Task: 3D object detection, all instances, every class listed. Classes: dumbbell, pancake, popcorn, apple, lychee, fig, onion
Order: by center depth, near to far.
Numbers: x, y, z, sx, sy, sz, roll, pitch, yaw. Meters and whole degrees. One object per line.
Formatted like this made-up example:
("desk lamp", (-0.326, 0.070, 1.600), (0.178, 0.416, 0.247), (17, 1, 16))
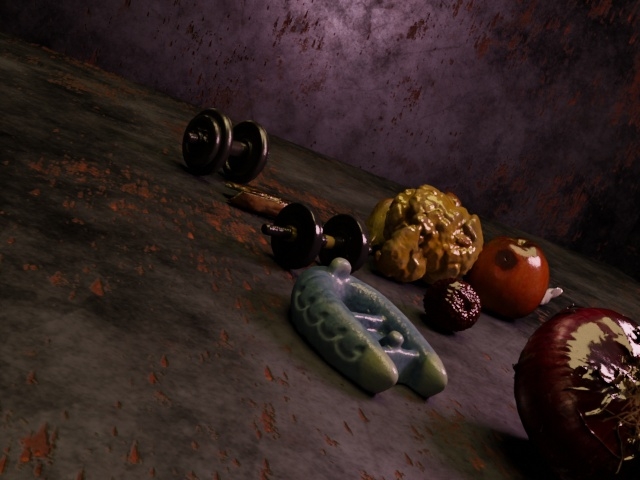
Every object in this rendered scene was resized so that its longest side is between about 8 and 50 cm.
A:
("onion", (0.432, 0.255, 1.113), (0.314, 0.232, 0.314), (12, 61, -24))
("dumbbell", (0.000, 0.000, 1.560), (0.325, 0.143, 0.143), (10, 19, -44))
("lychee", (0.287, 0.139, 1.571), (0.123, 0.123, 0.129), (17, 6, -27))
("popcorn", (0.273, -0.012, 1.836), (0.332, 0.265, 0.225), (-17, -4, -36))
("pancake", (-0.137, -0.095, 1.893), (0.257, 0.056, 0.212), (20, 5, 16))
("apple", (0.501, 0.091, 1.910), (0.230, 0.230, 0.230), (22, 13, -6))
("fig", (0.176, -0.014, 1.984), (0.159, 0.159, 0.257), (27, 33, 15))
("dumbbell", (-0.268, -0.265, 2.028), (0.192, 0.192, 0.290), (34, 17, 38))

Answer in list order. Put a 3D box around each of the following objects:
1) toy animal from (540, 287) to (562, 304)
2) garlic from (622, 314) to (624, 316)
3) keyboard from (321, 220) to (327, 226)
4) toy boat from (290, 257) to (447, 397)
("toy animal", (0.676, 0.164, 2.227), (0.124, 0.085, 0.071), (28, -4, -4))
("garlic", (0.702, 0.233, 1.837), (0.148, 0.128, 0.266), (18, 21, 16))
("keyboard", (0.031, -0.040, 2.055), (0.198, 0.010, 0.063), (9, 18, -47))
("toy boat", (0.078, 0.135, 1.222), (0.215, 0.123, 0.330), (12, 19, -36))
